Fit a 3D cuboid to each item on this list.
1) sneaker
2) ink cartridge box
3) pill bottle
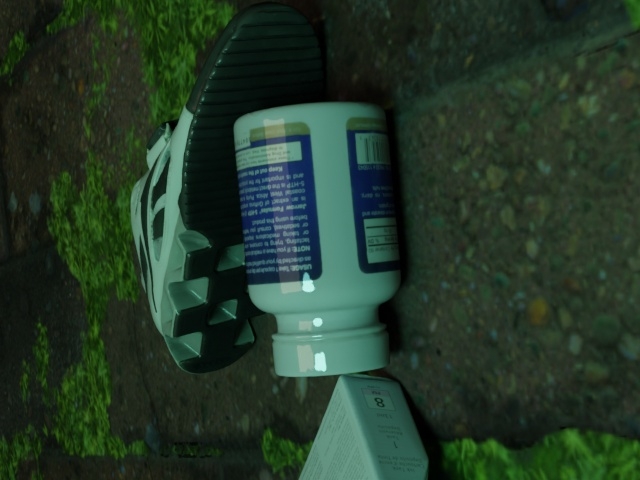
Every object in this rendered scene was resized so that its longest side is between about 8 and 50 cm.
[{"bbox_3d":[-0.100,-0.059,0.932,0.146,0.122,0.330,46,129,40],"label":"sneaker"},{"bbox_3d":[0.031,0.239,0.778,0.232,0.066,0.189,-114,37,-51],"label":"ink cartridge box"},{"bbox_3d":[0.000,0.000,0.803,0.112,0.112,0.187,-6,88,55],"label":"pill bottle"}]
